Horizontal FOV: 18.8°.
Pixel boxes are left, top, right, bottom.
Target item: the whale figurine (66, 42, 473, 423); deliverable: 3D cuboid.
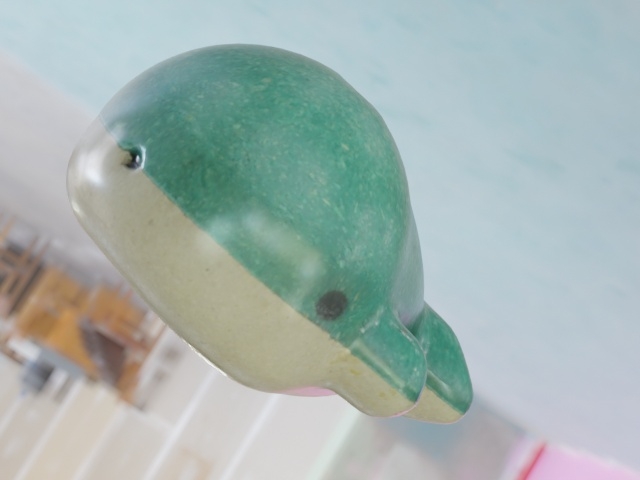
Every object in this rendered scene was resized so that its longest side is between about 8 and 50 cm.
[{"bbox_3d":[0.000,0.000,0.973,0.272,0.141,0.216,34,-172,-47],"label":"whale figurine"}]
